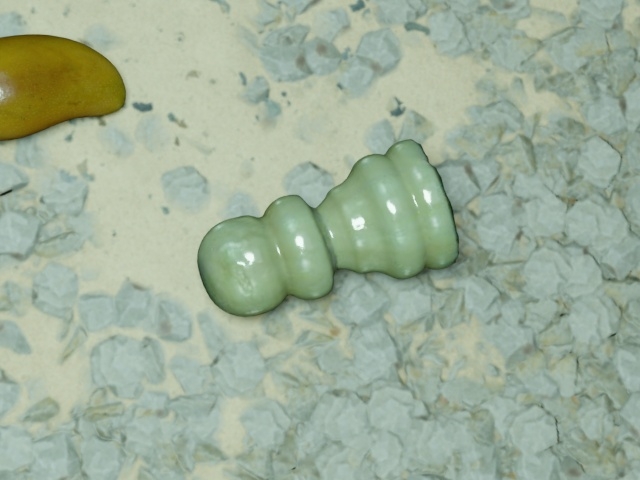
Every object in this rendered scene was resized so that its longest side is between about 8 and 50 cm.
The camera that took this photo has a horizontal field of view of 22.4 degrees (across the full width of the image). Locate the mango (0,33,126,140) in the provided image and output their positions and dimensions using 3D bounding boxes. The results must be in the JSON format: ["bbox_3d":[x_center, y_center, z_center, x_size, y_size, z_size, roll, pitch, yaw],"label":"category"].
[{"bbox_3d":[-0.280,-0.151,1.567,0.184,0.085,0.102,-9,80,-18],"label":"mango"}]

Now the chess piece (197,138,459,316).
[{"bbox_3d":[0.000,0.000,1.571,0.243,0.133,0.133,-20,82,-9],"label":"chess piece"}]
